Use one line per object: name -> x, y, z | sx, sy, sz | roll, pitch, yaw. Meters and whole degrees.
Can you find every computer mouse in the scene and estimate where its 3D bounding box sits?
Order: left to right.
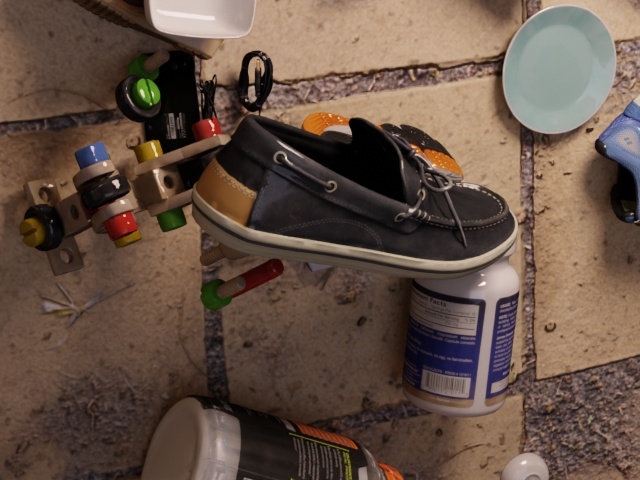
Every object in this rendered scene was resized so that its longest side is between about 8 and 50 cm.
computer mouse -> -0.081, -0.129, 1.892 | 0.041, 0.071, 0.242 | -30, 121, -49

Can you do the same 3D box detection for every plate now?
plate -> 0.337, -0.245, 2.062 | 0.188, 0.024, 0.188 | -7, 109, -21

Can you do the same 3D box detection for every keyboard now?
keyboard -> -0.177, -0.154, 1.873 | 0.100, 0.038, 0.192 | -3, 111, 2

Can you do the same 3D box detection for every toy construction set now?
toy construction set -> -0.227, -0.022, 1.810 | 0.309, 0.237, 0.257 | 50, 42, -15

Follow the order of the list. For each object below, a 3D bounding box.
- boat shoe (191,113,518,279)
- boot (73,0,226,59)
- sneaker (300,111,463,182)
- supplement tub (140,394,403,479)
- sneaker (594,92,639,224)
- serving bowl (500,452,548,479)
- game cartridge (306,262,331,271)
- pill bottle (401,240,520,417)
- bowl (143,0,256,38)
boat shoe -> 0.072, -0.060, 1.790 | 0.500, 0.187, 0.156 | 6, 115, -39
boot -> -0.196, -0.359, 1.777 | 0.248, 0.090, 0.207 | 22, 85, -26
sneaker -> 0.070, -0.093, 1.971 | 0.262, 0.099, 0.121 | 10, 123, -28
supplement tub -> -0.061, 0.349, 1.984 | 0.338, 0.207, 0.207 | 21, 98, -27
sneaker -> 0.511, -0.064, 2.157 | 0.147, 0.130, 0.330 | -35, 115, 7
serving bowl -> 0.324, 0.376, 2.260 | 0.083, 0.027, 0.083 | -7, 109, -21
game cartridge -> 0.000, 0.000, 2.003 | 0.056, 0.017, 0.083 | -15, 112, -22
pill bottle -> 0.202, 0.103, 2.046 | 0.153, 0.153, 0.265 | -2, 108, -23
bowl -> -0.149, -0.314, 1.727 | 0.142, 0.053, 0.142 | 0, 99, -29
